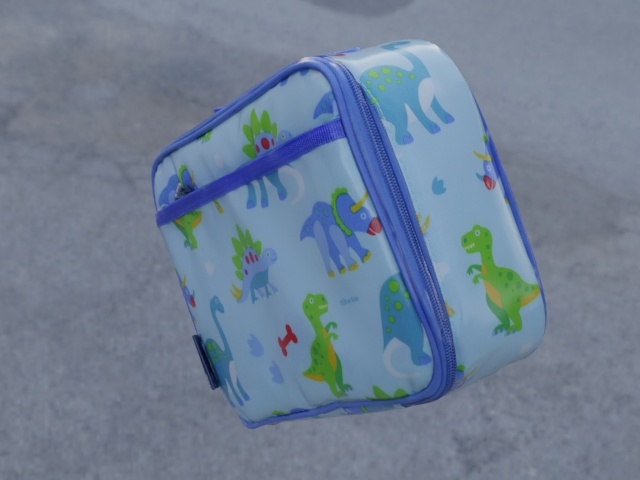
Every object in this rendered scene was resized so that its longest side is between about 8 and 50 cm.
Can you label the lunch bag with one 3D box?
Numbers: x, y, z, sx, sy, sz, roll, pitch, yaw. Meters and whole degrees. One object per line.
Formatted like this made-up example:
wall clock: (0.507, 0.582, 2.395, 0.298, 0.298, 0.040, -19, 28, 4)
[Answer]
lunch bag: (0.000, 0.000, 0.576, 0.090, 0.176, 0.219, -19, 1, -33)
